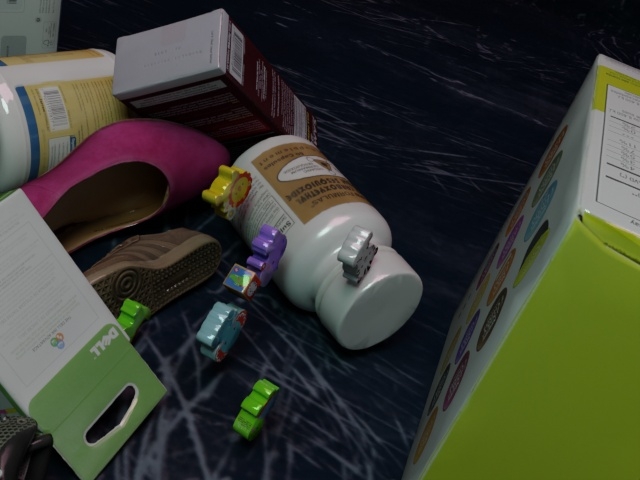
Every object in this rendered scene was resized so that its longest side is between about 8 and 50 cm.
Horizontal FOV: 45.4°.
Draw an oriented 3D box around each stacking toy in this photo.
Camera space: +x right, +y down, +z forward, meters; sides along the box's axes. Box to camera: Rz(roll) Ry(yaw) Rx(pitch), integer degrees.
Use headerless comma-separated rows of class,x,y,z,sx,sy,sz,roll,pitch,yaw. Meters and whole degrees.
stacking toy,-0.070,0.049,0.690,0.167,0.052,0.221,25,72,22

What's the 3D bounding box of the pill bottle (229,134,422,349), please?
pill bottle,0.000,0.000,0.807,0.131,0.131,0.229,-8,43,-35

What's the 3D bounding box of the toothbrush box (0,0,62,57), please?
toothbrush box,-0.455,-0.345,0.994,0.126,0.216,0.295,-13,46,-39

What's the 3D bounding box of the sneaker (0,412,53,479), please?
sneaker,-0.272,0.137,0.524,0.130,0.087,0.227,-7,38,-46

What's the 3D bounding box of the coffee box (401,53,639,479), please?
coffee box,0.296,0.103,0.623,0.338,0.338,0.334,25,35,7

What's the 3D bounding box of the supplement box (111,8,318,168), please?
supplement box,-0.106,-0.149,0.856,0.130,0.239,0.073,-8,68,21

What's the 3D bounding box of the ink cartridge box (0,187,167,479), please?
ink cartridge box,-0.224,0.078,0.594,0.209,0.062,0.109,59,40,-19

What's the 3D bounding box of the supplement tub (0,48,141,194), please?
supplement tub,-0.284,-0.134,0.844,0.199,0.144,0.144,-20,50,-43

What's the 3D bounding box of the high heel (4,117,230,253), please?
high heel,-0.223,-0.008,0.732,0.377,0.127,0.181,-19,52,-32

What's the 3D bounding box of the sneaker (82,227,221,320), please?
sneaker,-0.182,0.034,0.747,0.071,0.066,0.188,19,24,31
